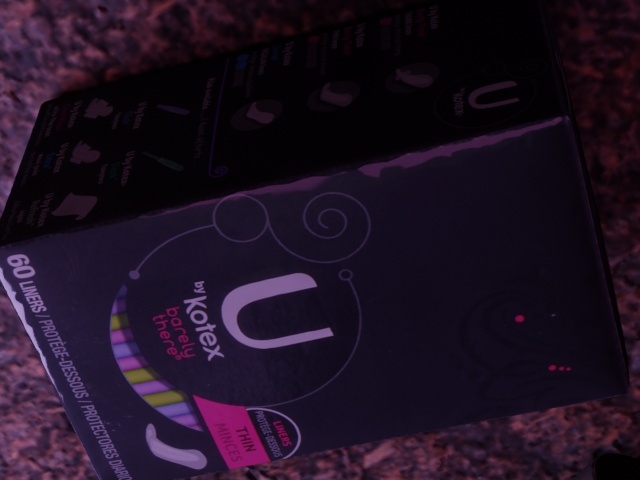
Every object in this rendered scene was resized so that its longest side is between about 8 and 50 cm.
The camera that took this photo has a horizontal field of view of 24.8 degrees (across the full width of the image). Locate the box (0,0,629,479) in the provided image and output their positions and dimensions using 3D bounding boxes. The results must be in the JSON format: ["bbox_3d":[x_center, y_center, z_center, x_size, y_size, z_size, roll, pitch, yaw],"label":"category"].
[{"bbox_3d":[0.000,0.000,0.725,0.270,0.143,0.165,-13,124,11],"label":"box"}]

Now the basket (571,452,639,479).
[{"bbox_3d":[0.148,0.252,0.884,0.154,0.204,0.227,27,111,-23],"label":"basket"}]
